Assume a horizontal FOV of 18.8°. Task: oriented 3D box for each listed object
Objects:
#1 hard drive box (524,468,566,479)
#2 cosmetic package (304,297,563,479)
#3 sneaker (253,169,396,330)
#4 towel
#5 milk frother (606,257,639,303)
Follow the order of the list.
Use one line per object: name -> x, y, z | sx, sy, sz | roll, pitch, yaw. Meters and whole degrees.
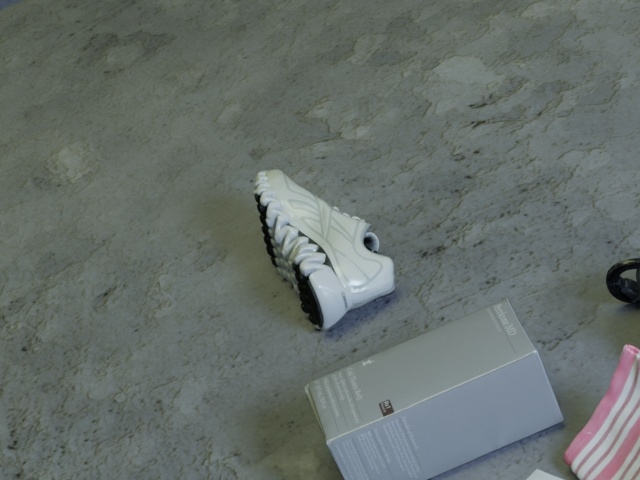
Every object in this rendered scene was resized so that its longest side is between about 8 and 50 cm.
hard drive box -> 0.231, 0.321, 1.721 | 0.181, 0.089, 0.232 | -40, 35, -28
cosmetic package -> 0.119, 0.168, 2.019 | 0.238, 0.107, 0.127 | -27, 28, 0
sneaker -> 0.000, 0.000, 2.368 | 0.118, 0.110, 0.292 | -20, 38, -11
towel -> 0.309, 0.200, 1.835 | 0.144, 0.029, 0.197 | -63, 29, 13
milk frother -> 0.365, 0.070, 2.033 | 0.143, 0.129, 0.135 | -55, 4, 44
